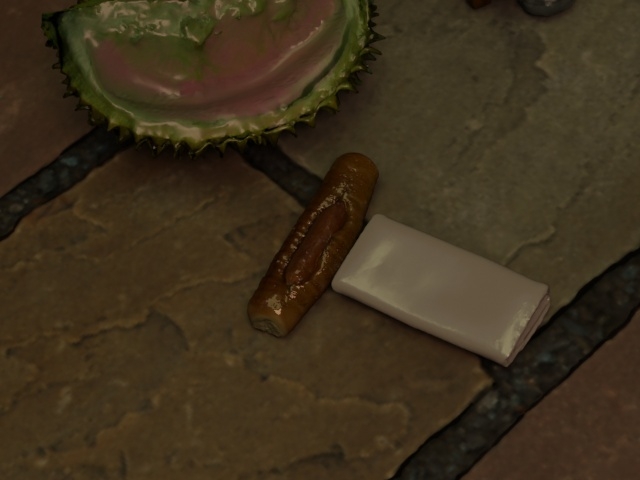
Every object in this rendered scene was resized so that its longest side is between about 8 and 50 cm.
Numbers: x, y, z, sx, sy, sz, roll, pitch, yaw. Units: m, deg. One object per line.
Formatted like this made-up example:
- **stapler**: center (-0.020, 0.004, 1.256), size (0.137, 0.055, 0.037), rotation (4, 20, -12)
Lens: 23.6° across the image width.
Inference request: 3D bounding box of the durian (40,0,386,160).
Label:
- **durian**: center (-0.063, -0.121, 1.014), size (0.220, 0.095, 0.137), rotation (-16, 90, -4)

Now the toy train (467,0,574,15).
- **toy train**: center (0.167, -0.238, 1.059), size (0.219, 0.089, 0.127), rotation (-26, 45, -8)

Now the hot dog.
- **hot dog**: center (0.000, 0.000, 0.956), size (0.044, 0.028, 0.137), rotation (25, 61, 16)

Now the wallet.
- **wallet**: center (0.073, 0.030, 0.923), size (0.122, 0.025, 0.061), rotation (24, 61, 23)
